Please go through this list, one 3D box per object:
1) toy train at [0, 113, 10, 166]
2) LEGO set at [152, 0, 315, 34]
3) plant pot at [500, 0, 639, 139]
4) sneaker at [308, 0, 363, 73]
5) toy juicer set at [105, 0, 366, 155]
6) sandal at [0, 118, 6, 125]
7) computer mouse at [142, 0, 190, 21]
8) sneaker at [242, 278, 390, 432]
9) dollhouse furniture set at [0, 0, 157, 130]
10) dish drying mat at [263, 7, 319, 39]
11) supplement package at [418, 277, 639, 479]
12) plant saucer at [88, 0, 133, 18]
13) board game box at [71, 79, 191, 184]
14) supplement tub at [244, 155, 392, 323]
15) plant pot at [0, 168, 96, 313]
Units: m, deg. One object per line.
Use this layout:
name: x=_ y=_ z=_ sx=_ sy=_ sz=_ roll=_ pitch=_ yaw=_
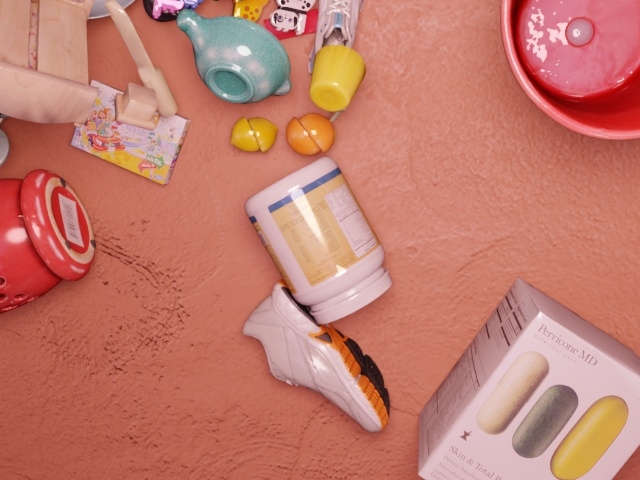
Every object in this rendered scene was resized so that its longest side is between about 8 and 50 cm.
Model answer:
toy train: x=-0.508 y=-0.237 z=0.996 sx=0.190 sy=0.142 sz=0.334 roll=15 pitch=76 yaw=1
LEGO set: x=-0.131 y=-0.305 z=0.984 sx=0.227 sy=0.087 sz=0.093 roll=7 pitch=99 yaw=-16
plant pot: x=0.336 y=-0.262 z=0.861 sx=0.275 sy=0.243 sz=0.275 roll=1 pitch=100 yaw=7
sneaker: x=0.026 y=-0.304 z=0.975 sx=0.071 sy=0.083 sz=0.191 roll=4 pitch=101 yaw=-5
toy juicer set: x=-0.113 y=-0.216 z=0.980 sx=0.329 sy=0.209 sz=0.089 roll=17 pitch=59 yaw=0
sandal: x=-0.512 y=-0.160 z=1.072 sx=0.072 sy=0.049 sz=0.180 roll=36 pitch=89 yaw=-36
computer mouse: x=-0.151 y=-0.396 z=1.013 sx=0.242 sy=0.041 sz=0.071 roll=-37 pitch=114 yaw=5
sneaker: x=-0.007 y=0.187 z=1.072 sx=0.121 sy=0.099 sz=0.262 roll=-41 pitch=85 yaw=20
dollhouse furniture set: x=-0.407 y=-0.246 z=0.905 sx=0.355 sy=0.303 sz=0.174 roll=13 pitch=135 yaw=-31
dish drying mat: x=-0.038 y=-0.305 z=1.025 sx=0.083 sy=0.008 sz=0.032 roll=-9 pitch=99 yaw=10
supplement package: x=0.285 y=0.226 z=0.975 sx=0.199 sy=0.198 sz=0.263 roll=33 pitch=102 yaw=2
plant saucer: x=-0.336 y=-0.393 z=1.010 sx=0.195 sy=0.037 sz=0.195 roll=3 pitch=79 yaw=-15
board game box: x=-0.282 y=-0.161 z=1.075 sx=0.154 sy=0.026 sz=0.103 roll=23 pitch=102 yaw=4
supplement tub: x=0.000 y=0.000 z=1.003 sx=0.144 sy=0.144 sz=0.200 roll=-28 pitch=95 yaw=12
plant pot: x=-0.438 y=-0.004 z=1.042 sx=0.174 sy=0.191 sz=0.191 roll=-19 pitch=97 yaw=7
